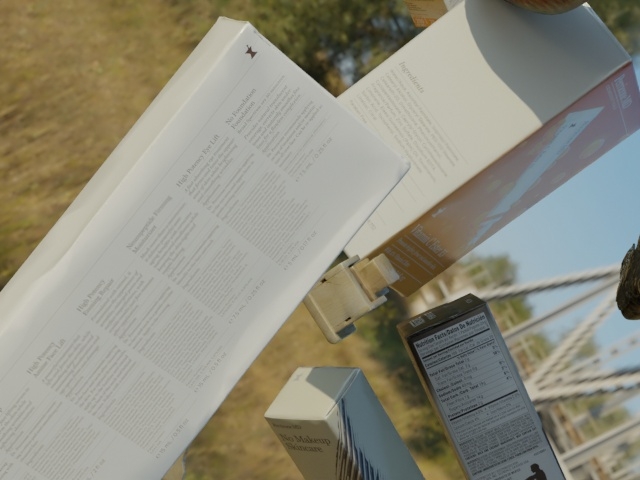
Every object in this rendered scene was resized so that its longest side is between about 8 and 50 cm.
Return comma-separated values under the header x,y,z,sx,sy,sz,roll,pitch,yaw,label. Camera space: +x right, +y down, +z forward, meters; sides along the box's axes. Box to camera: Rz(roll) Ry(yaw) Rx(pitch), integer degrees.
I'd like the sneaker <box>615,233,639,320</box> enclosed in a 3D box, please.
x,y,z,sx,sy,sz,roll,pitch,yaw,label
0.308,0.046,1.124,0.170,0.051,0.089,-78,-179,-56,sneaker

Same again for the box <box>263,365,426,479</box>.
x,y,z,sx,sy,sz,roll,pitch,yaw,label
0.049,0.289,1.536,0.094,0.113,0.275,-52,123,-38,box

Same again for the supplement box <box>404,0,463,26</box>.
x,y,z,sx,sy,sz,roll,pitch,yaw,label
0.123,-0.291,1.385,0.062,0.036,0.098,13,-35,43,supplement box

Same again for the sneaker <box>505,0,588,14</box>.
x,y,z,sx,sy,sz,roll,pitch,yaw,label
0.251,-0.290,1.105,0.108,0.121,0.302,49,-17,-20,sneaker

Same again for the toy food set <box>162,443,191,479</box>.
x,y,z,sx,sy,sz,roll,pitch,yaw,label
-0.216,0.179,1.320,0.192,0.132,0.039,33,26,28,toy food set

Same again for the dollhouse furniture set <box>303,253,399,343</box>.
x,y,z,sx,sy,sz,roll,pitch,yaw,label
0.000,0.000,1.012,0.161,0.101,0.182,57,27,5,dollhouse furniture set

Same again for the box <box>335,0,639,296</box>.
x,y,z,sx,sy,sz,roll,pitch,yaw,label
0.160,-0.116,1.323,0.168,0.345,0.215,56,9,21,box

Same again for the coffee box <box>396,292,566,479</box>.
x,y,z,sx,sy,sz,roll,pitch,yaw,label
0.217,0.229,1.611,0.168,0.119,0.297,-58,123,-89,coffee box

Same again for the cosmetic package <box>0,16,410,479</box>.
x,y,z,sx,sy,sz,roll,pitch,yaw,label
-0.077,0.026,0.531,0.099,0.239,0.060,39,-1,-24,cosmetic package
